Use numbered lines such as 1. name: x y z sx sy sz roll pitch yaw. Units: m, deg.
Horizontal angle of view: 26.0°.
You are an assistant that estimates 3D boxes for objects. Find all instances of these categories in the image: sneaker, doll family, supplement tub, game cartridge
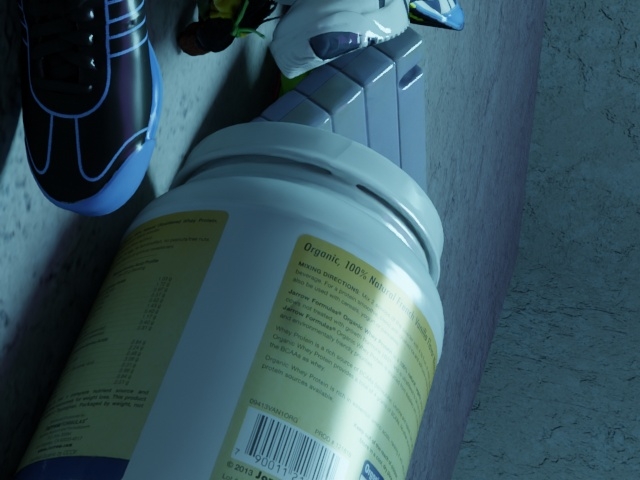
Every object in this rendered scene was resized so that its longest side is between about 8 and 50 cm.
1. sneaker: -0.129 -0.129 0.714 0.090 0.081 0.232 -3 96 -74
2. sneaker: 0.009 -0.212 0.946 0.235 0.094 0.153 -42 110 -50
3. doll family: -0.072 -0.185 0.924 0.193 0.076 0.111 60 46 -63
4. sneaker: 0.089 -0.218 1.188 0.144 0.053 0.059 18 84 -61
5. supplement tub: -0.049 0.103 0.888 0.228 0.228 0.316 83 22 -53
6. game cartridge: 0.000 0.000 1.197 0.230 0.068 0.355 -37 148 -22

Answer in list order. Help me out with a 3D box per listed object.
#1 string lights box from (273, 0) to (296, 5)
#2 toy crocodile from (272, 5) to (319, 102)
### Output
1. string lights box: 0.006 -0.331 1.110 0.133 0.076 0.260 45 56 -72
2. toy crocodile: 0.016 -0.197 1.233 0.115 0.105 0.341 12 92 -60
